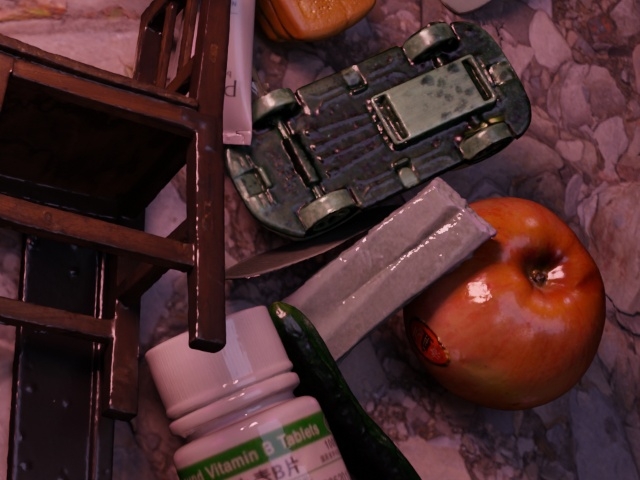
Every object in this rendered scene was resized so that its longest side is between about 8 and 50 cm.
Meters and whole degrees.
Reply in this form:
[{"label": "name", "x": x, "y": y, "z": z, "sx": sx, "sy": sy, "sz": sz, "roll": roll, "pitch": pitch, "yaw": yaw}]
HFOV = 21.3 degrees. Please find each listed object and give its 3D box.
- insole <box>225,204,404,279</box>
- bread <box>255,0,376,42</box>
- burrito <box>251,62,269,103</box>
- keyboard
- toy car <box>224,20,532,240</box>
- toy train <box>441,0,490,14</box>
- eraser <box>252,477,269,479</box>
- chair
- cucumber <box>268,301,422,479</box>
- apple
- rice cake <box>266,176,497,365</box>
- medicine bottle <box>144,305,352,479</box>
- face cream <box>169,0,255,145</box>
[{"label": "insole", "x": 0.000, "y": -0.001, "z": 1.603, "sx": 0.232, "sy": 0.080, "sz": 0.003, "roll": -24, "pitch": 107, "yaw": -40}, {"label": "bread", "x": -0.038, "y": -0.287, "z": 1.685, "sx": 0.116, "sy": 0.077, "sz": 0.200, "roll": -32, "pitch": 93, "yaw": -39}, {"label": "burrito", "x": -0.098, "y": -0.203, "z": 1.637, "sx": 0.185, "sy": 0.041, "sz": 0.045, "roll": 65, "pitch": 11, "yaw": 5}, {"label": "keyboard", "x": -0.214, "y": 0.132, "z": 1.443, "sx": 0.101, "sy": 0.018, "sz": 0.309, "roll": 11, "pitch": 66, "yaw": -28}, {"label": "toy car", "x": 0.050, "y": -0.097, "z": 1.641, "sx": 0.306, "sy": 0.125, "sz": 0.136, "roll": -26, "pitch": 78, "yaw": -16}, {"label": "toy train", "x": 0.229, "y": -0.419, "z": 1.906, "sx": 0.086, "sy": 0.088, "sz": 0.407, "roll": 35, "pitch": 58, "yaw": -19}, {"label": "eraser", "x": -0.165, "y": 0.316, "z": 1.249, "sx": 0.331, "sy": 0.331, "sz": 0.150, "roll": -27, "pitch": 86, "yaw": -37}, {"label": "chair", "x": -0.215, "y": -0.093, "z": 1.405, "sx": 0.240, "sy": 0.203, "sz": 0.416, "roll": 14, "pitch": 58, "yaw": -25}, {"label": "cucumber", "x": 0.028, "y": 0.170, "z": 1.550, "sx": 0.056, "sy": 0.056, "sz": 0.284, "roll": -48, "pitch": 114, "yaw": -36}, {"label": "apple", "x": 0.178, "y": 0.061, "z": 1.641, "sx": 0.209, "sy": 0.164, "sz": 0.209, "roll": 13, "pitch": 63, "yaw": -28}, {"label": "rice cake", "x": 0.052, "y": 0.034, "z": 1.565, "sx": 0.226, "sy": 0.040, "sz": 0.085, "roll": -38, "pitch": 87, "yaw": 4}, {"label": "medicine bottle", "x": -0.054, "y": 0.184, "z": 1.455, "sx": 0.139, "sy": 0.139, "sz": 0.237, "roll": -18, "pitch": 84, "yaw": -37}, {"label": "face cream", "x": -0.096, "y": -0.210, "z": 1.585, "sx": 0.058, "sy": 0.092, "sz": 0.243, "roll": 29, "pitch": 65, "yaw": -73}]
